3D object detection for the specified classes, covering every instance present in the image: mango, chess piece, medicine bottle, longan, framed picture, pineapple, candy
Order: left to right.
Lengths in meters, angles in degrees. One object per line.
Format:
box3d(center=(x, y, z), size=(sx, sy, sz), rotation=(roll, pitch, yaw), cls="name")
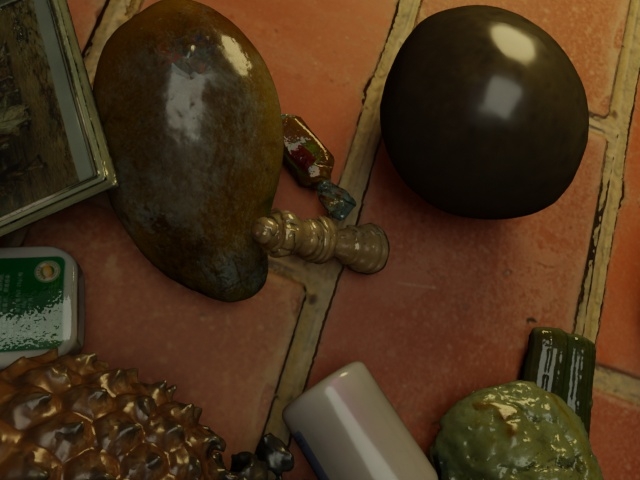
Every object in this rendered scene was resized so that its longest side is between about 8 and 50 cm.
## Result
box3d(center=(-0.326, 0.068, 0.582), size=(0.183, 0.069, 0.119), rotation=(-2, 74, -12), cls="medicine bottle")
box3d(center=(-0.323, -0.124, 0.586), size=(0.217, 0.017, 0.274), rotation=(-25, 69, 3), cls="framed picture")
box3d(center=(-0.131, 0.242, 0.529), size=(0.357, 0.223, 0.223), rotation=(24, 73, -18), cls="pineapple")
box3d(center=(-0.130, -0.088, 0.633), size=(0.192, 0.146, 0.317), rotation=(-11, 96, -14), cls="mango")
box3d(center=(-0.021, -0.098, 0.706), size=(0.053, 0.046, 0.182), rotation=(-36, 83, -15), cls="candy")
box3d(center=(-0.001, 0.000, 0.641), size=(0.172, 0.060, 0.060), rotation=(11, 72, -45), cls="chess piece")
box3d(center=(0.050, 0.223, 0.603), size=(0.102, 0.103, 0.187), rotation=(-30, 75, -18), cls="medicine bottle")
box3d(center=(0.184, -0.135, 0.682), size=(0.246, 0.215, 0.246), rotation=(-1, 92, -40), cls="longan")

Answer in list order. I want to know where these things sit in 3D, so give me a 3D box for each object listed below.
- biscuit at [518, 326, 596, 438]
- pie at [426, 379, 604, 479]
box3d(center=(0.262, 0.261, 0.696), size=(0.099, 0.038, 0.323), rotation=(17, 74, -12), cls="biscuit")
box3d(center=(0.200, 0.276, 0.626), size=(0.200, 0.090, 0.248), rotation=(-18, 68, 8), cls="pie")
